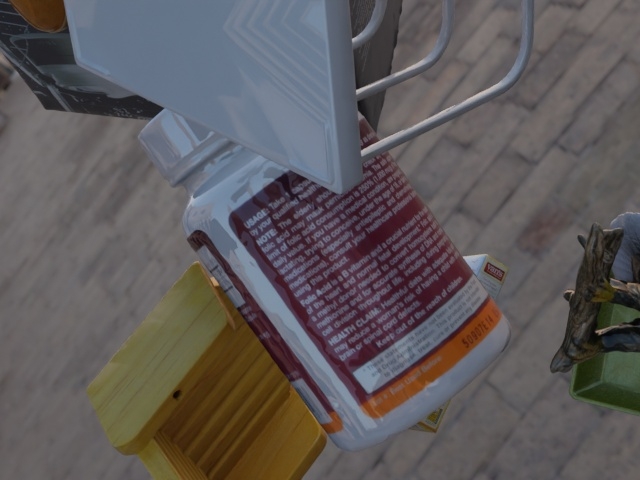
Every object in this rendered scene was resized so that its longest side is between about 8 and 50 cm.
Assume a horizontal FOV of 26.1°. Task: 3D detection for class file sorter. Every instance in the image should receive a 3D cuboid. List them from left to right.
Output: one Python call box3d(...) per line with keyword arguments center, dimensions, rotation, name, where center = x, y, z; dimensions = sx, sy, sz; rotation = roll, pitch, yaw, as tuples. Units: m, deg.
box3d(center=(-0.025, -0.187, 0.855), dimensions=(0.173, 0.193, 0.278), rotation=(-28, 38, -32), name="file sorter")

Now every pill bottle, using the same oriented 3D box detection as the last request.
box3d(center=(0.000, 0.000, 1.422), dimensions=(0.224, 0.392, 0.224), rotation=(-35, 2, 1), name="pill bottle")

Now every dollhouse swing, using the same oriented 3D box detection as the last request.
box3d(center=(-0.078, 0.273, 1.789), dimensions=(0.305, 0.347, 0.315), rotation=(26, 70, 39), name="dollhouse swing")

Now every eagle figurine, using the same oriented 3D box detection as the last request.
box3d(center=(0.368, 0.097, 1.253), dimensions=(0.226, 0.298, 0.225), rotation=(44, -123, -83), name="eagle figurine")

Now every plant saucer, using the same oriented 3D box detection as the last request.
box3d(center=(0.416, 0.125, 1.713), dimensions=(0.188, 0.045, 0.188), rotation=(12, 94, 36), name="plant saucer")

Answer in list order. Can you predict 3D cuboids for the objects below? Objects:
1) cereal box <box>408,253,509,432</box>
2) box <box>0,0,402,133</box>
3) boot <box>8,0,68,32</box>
box3d(center=(0.146, 0.134, 1.824), dimensions=(0.240, 0.047, 0.173), rotation=(-63, 19, -14), name="cereal box")
box3d(center=(-0.165, -0.359, 1.682), dimensions=(0.472, 0.480, 0.297), rotation=(63, -145, -70), name="box")
box3d(center=(-0.317, -0.242, 0.995), dimensions=(0.104, 0.295, 0.211), rotation=(10, 41, 45), name="boot")
